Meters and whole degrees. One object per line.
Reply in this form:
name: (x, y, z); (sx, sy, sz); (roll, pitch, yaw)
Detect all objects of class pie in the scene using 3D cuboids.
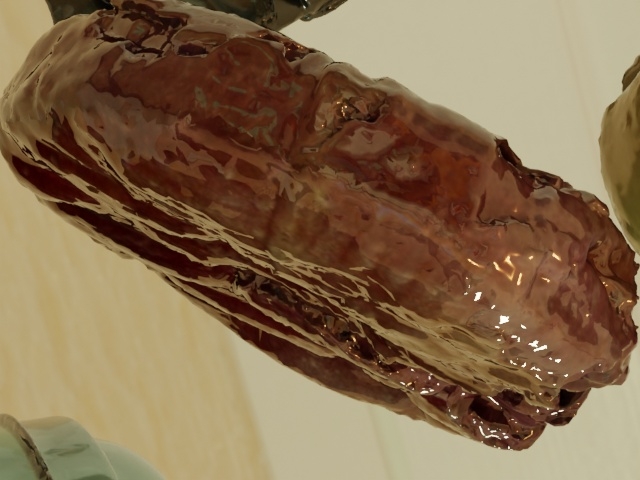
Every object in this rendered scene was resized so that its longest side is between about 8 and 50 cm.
pie: (0.000, 0.000, 0.524); (0.054, 0.204, 0.218); (-63, -171, -13)

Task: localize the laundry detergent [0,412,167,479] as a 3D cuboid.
laundry detergent: (-0.168, 0.210, 0.586); (0.305, 0.287, 0.287); (-6, -171, -20)

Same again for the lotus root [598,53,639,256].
lotus root: (0.243, 0.018, 0.523); (0.151, 0.342, 0.169); (-56, 165, -14)

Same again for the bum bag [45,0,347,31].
bum bag: (-0.025, -0.120, 0.676); (0.197, 0.087, 0.049); (-38, 157, -28)
